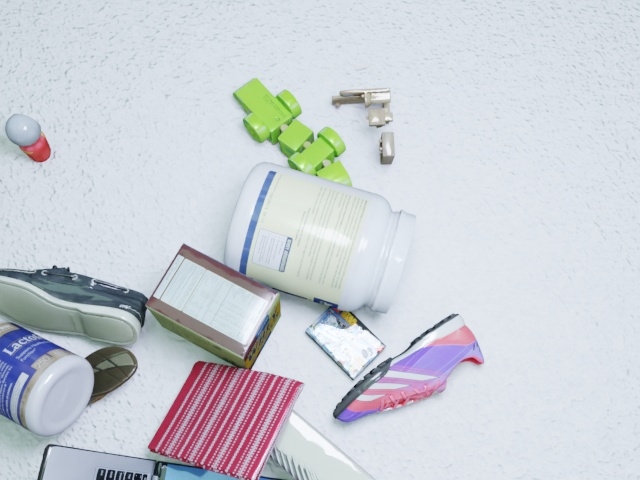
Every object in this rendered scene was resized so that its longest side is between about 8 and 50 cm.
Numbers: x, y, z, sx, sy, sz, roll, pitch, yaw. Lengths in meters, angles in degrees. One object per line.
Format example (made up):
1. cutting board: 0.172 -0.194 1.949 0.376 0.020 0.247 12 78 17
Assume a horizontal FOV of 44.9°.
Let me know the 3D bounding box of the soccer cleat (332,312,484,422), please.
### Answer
1. soccer cleat: 0.170 0.267 1.484 0.318 0.108 0.116 -33 81 -14

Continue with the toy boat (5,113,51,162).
1. toy boat: -0.707 -0.162 1.559 0.318 0.148 0.267 -23 75 -9

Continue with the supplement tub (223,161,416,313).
1. supplement tub: 0.000 0.000 1.491 0.324 0.235 0.235 17 73 3

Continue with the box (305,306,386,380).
1. box: 0.050 0.196 1.539 0.094 0.027 0.137 -43 79 -12

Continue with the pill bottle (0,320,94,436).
1. pill bottle: -0.561 0.237 1.414 0.264 0.153 0.153 20 72 22

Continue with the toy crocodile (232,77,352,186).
1. toy crocodile: -0.057 -0.215 1.635 0.115 0.105 0.340 -43 74 -13

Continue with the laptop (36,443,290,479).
1. laptop: -0.278 0.571 1.307 0.236 0.408 0.382 -4 69 32

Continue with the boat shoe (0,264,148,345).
1. boat shoe: -0.495 0.104 1.507 0.340 0.127 0.113 10 43 9

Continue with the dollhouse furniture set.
1. dollhouse furniture set: 0.088 -0.239 1.632 0.123 0.144 0.151 -3 87 2

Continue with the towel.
1. towel: -0.174 0.319 1.397 0.275 0.031 0.199 3 54 38

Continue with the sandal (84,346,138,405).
1. sandal: -0.440 0.283 1.480 0.219 0.060 0.090 -41 67 1

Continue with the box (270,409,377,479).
1. box: -0.023 0.398 1.430 0.275 0.113 0.094 37 77 11

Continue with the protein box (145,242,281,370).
1. protein box: -0.193 0.132 1.459 0.201 0.200 0.136 27 74 6
